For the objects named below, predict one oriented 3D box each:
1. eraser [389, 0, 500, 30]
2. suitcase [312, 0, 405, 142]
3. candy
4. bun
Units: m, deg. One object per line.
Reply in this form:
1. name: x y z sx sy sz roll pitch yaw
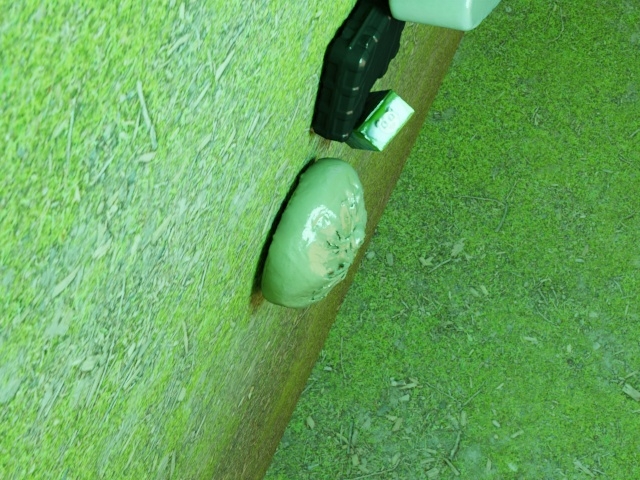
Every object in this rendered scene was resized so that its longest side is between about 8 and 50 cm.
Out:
1. eraser: 0.229 -0.523 1.624 0.331 0.150 0.331 12 90 -69
2. suitcase: 0.076 -0.320 1.707 0.206 0.066 0.285 102 13 -52
3. candy: 0.088 -0.212 1.804 0.097 0.062 0.194 -50 -166 -3
4. bun: 0.000 0.000 1.825 0.287 0.146 0.287 -62 171 -17
